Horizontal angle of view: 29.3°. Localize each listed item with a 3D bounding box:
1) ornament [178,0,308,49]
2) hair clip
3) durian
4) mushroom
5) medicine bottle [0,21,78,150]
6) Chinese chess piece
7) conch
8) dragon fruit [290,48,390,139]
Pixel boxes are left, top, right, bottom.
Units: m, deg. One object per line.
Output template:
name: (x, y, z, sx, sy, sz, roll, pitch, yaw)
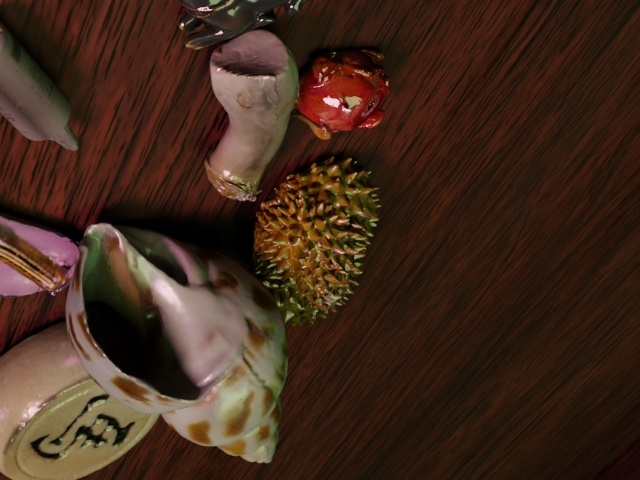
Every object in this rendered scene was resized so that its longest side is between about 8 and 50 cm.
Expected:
ornament: (-0.079, -0.272, 1.053, 0.202, 0.080, 0.236, -28, 151, 10)
hair clip: (-0.360, 0.000, 1.292, 0.110, 0.096, 0.358, -62, 161, -9)
durian: (-0.002, 0.009, 1.531, 0.183, 0.138, 0.249, -8, 141, -15)
mushroom: (-0.074, -0.128, 1.295, 0.092, 0.081, 0.223, -34, 159, -27)
medicine bottle: (-0.273, -0.133, 1.143, 0.058, 0.057, 0.199, -28, 152, 3)
Chinese chess piece: (-0.321, 0.209, 1.579, 0.250, 0.101, 0.250, -27, 148, -18)
conch: (-0.159, 0.131, 1.448, 0.197, 0.368, 0.249, -39, -169, 43)
dragon fruit: (0.027, -0.156, 1.344, 0.126, 0.068, 0.112, 7, 136, -48)
